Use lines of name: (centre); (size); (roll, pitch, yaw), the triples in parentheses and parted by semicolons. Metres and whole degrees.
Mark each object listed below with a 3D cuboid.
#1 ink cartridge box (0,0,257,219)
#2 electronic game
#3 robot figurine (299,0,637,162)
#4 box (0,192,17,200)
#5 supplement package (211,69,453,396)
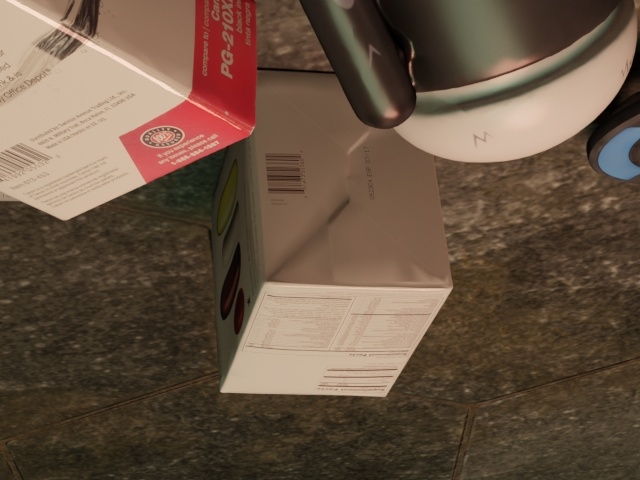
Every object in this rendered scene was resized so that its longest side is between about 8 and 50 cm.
ink cartridge box: (-0.177, -0.117, 0.835); (0.172, 0.100, 0.237); (-21, 147, 36)
electronic game: (0.332, -0.094, 1.212); (0.229, 0.048, 0.229); (-9, 163, -3)
robot figurine: (0.078, -0.179, 0.858); (0.209, 0.173, 0.278); (-25, 118, -1)
box: (-0.278, -0.092, 1.153); (0.145, 0.038, 0.186); (1, 150, -12)
supplement package: (0.000, 0.000, 1.207); (0.149, 0.194, 0.203); (2, 150, -13)
